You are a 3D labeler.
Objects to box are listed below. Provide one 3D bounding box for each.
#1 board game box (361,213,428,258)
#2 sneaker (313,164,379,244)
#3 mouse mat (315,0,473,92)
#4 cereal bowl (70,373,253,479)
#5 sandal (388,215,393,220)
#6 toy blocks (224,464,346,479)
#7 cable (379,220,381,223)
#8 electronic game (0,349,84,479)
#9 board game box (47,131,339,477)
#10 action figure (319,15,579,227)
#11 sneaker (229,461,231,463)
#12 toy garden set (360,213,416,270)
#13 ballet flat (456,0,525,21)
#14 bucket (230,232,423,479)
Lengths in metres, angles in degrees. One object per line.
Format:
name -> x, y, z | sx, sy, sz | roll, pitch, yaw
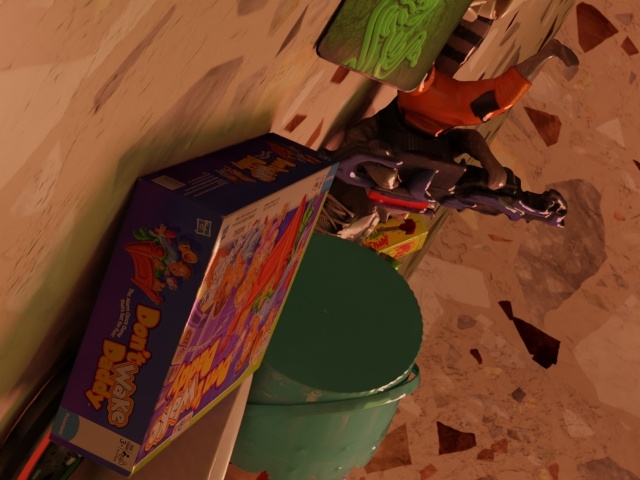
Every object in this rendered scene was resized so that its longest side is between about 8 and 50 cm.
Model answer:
board game box -> 0.069, 0.015, 2.256 | 0.181, 0.043, 0.092 | -22, 166, -8
sneaker -> 0.000, 0.000, 1.934 | 0.229, 0.086, 0.132 | -57, 170, 23
mouse mat -> 0.091, -0.237, 1.422 | 0.152, 0.007, 0.190 | 15, 115, -45
cereal bowl -> -0.182, 0.265, 1.552 | 0.339, 0.141, 0.339 | 18, 90, -89
sandal -> 0.110, -0.082, 2.253 | 0.120, 0.086, 0.303 | -48, 170, -42
toy blocks -> -0.064, 0.283, 2.085 | 0.381, 0.261, 0.191 | -52, 172, -28
cable -> 0.117, -0.066, 2.425 | 0.150, 0.047, 0.185 | 118, -9, -54
electronic game -> -0.230, 0.173, 1.353 | 0.229, 0.048, 0.229 | -54, 173, -9
board game box -> -0.100, 0.041, 1.318 | 0.233, 0.078, 0.347 | -69, 170, 16
action figure -> 0.174, -0.144, 1.829 | 0.330, 0.341, 0.179 | -53, -150, 35
sneaker -> -0.091, 0.244, 1.927 | 0.147, 0.295, 0.105 | 134, -47, -69
toy garden set -> 0.047, 0.003, 2.058 | 0.204, 0.049, 0.244 | -57, -159, -3
ballet flat -> 0.183, -0.295, 1.614 | 0.123, 0.123, 0.348 | -58, 168, 18
bucket -> -0.014, 0.139, 1.796 | 0.281, 0.281, 0.183 | -49, 167, -41
